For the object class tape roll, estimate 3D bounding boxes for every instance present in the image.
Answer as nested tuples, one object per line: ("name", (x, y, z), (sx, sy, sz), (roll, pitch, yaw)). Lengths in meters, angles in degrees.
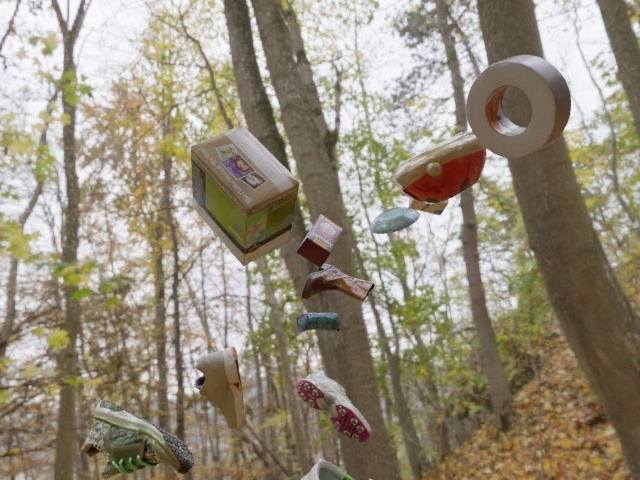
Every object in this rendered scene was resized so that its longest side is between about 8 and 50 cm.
("tape roll", (0.441, -0.299, 1.232), (0.072, 0.219, 0.219), (-28, 0, -36))

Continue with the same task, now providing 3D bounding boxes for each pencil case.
("pencil case", (-0.006, 0.280, 1.859), (0.152, 0.070, 0.064), (8, 21, -37))

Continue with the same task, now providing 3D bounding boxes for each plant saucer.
("plant saucer", (0.269, -0.085, 2.019), (0.195, 0.037, 0.195), (-17, 22, 7))

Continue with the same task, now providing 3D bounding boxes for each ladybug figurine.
("ladybug figurine", (0.386, -0.221, 1.718), (0.305, 0.161, 0.449), (-25, 4, 25))

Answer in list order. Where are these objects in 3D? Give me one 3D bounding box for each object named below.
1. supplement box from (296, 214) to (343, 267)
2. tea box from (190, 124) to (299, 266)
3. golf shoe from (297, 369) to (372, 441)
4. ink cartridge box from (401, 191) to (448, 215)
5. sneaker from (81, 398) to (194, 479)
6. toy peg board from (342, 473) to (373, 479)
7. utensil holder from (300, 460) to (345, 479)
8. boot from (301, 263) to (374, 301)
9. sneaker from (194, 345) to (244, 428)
("supplement box", (0.000, 0.000, 1.965), (0.104, 0.188, 0.080), (33, -57, -3))
("tea box", (-0.269, -0.154, 1.896), (0.220, 0.329, 0.323), (-31, -25, -28))
("golf shoe", (0.068, 0.570, 1.920), (0.140, 0.306, 0.115), (-31, -23, -57))
("ink cartridge box", (0.430, -0.169, 2.267), (0.180, 0.060, 0.104), (13, -28, -1))
("sneaker", (-0.524, 0.600, 1.541), (0.411, 0.182, 0.158), (8, -31, 37))
("toy peg board", (0.057, 0.738, 1.504), (0.079, 0.160, 0.161), (32, 25, 13))
("utensil holder", (-0.044, 0.966, 1.751), (0.385, 0.327, 0.327), (-43, -22, 5))
("boot", (0.080, 0.236, 2.563), (0.281, 0.096, 0.264), (23, 32, 22))
("sneaker", (-0.269, 0.395, 1.451), (0.121, 0.262, 0.099), (-7, 26, -8))
